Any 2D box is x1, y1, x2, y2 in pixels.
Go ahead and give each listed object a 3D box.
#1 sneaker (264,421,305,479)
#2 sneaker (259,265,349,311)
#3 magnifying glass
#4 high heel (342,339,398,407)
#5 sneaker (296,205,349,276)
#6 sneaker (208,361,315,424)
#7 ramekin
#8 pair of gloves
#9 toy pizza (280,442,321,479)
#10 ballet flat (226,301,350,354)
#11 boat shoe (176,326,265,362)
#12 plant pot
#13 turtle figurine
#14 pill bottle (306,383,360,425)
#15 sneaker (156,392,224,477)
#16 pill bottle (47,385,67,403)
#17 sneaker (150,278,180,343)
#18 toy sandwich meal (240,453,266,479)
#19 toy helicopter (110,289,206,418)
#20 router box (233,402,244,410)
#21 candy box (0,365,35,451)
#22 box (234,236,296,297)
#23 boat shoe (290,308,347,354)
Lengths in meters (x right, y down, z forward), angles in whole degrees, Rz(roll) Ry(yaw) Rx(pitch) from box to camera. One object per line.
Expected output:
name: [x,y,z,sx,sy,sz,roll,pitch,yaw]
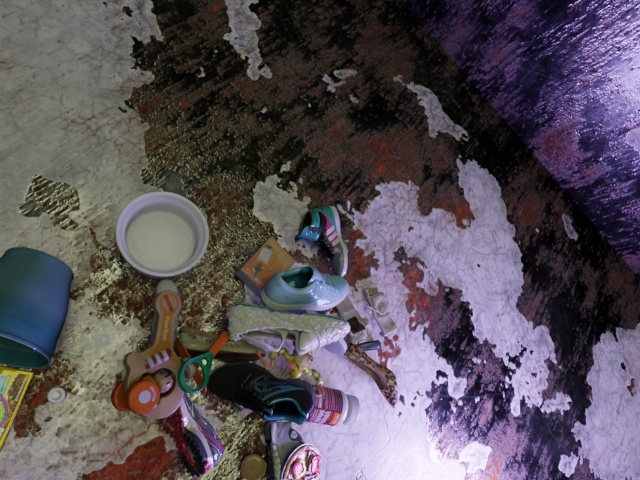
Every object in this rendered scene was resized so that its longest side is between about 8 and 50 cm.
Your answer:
sneaker: [-0.106,0.709,1.399,0.132,0.086,0.229,3,72,-28]
sneaker: [-0.022,0.156,1.479,0.365,0.150,0.135,-5,52,-41]
magnifying glass: [-0.339,0.352,1.266,0.092,0.026,0.231,56,34,-14]
high heel: [0.179,0.503,1.586,0.186,0.093,0.261,0,58,-32]
sneaker: [0.000,0.000,1.639,0.178,0.124,0.296,0,66,-31]
sneaker: [-0.183,0.467,1.308,0.340,0.140,0.125,10,101,1]
ramekin: [-0.514,-0.007,1.390,0.277,0.135,0.278,8,71,-23]
pair of gloves: [0.181,0.286,1.673,0.240,0.042,0.204,-10,69,-29]
toy pizza: [-0.055,0.767,1.385,0.201,0.032,0.202,5,84,-51]
ballet flat: [-0.107,0.304,1.390,0.408,0.147,0.147,10,70,-9]
boat shoe: [-0.316,0.338,1.398,0.285,0.105,0.089,13,51,-21]
plant pot: [-0.804,0.167,1.135,0.271,0.272,0.255,22,52,-18]
turtle figurine: [-0.079,0.388,1.450,0.269,0.087,0.217,33,27,-8]
pill bottle: [0.018,0.572,1.478,0.221,0.121,0.121,18,67,-20]
sneaker: [-0.404,0.553,1.297,0.299,0.120,0.112,59,24,12]
pill bottle: [-0.727,0.426,1.183,0.043,0.083,0.044,8,72,-24]
sneaker: [-0.489,0.236,1.357,0.085,0.086,0.238,5,71,-23]
toy sandwich meal: [-0.215,0.725,1.373,0.085,0.029,0.086,3,79,-15]
toy helicopter: [-0.443,0.323,1.236,0.234,0.140,0.356,17,66,-40]
router box: [-0.272,0.484,1.412,0.122,0.038,0.092,48,62,-6]
candy box: [-0.866,0.446,1.142,0.105,0.027,0.206,19,67,-16]
box: [-0.197,0.097,1.537,0.130,0.091,0.170,45,61,-7]
boat shoe: [-0.008,0.282,1.565,0.306,0.113,0.105,42,46,6]
